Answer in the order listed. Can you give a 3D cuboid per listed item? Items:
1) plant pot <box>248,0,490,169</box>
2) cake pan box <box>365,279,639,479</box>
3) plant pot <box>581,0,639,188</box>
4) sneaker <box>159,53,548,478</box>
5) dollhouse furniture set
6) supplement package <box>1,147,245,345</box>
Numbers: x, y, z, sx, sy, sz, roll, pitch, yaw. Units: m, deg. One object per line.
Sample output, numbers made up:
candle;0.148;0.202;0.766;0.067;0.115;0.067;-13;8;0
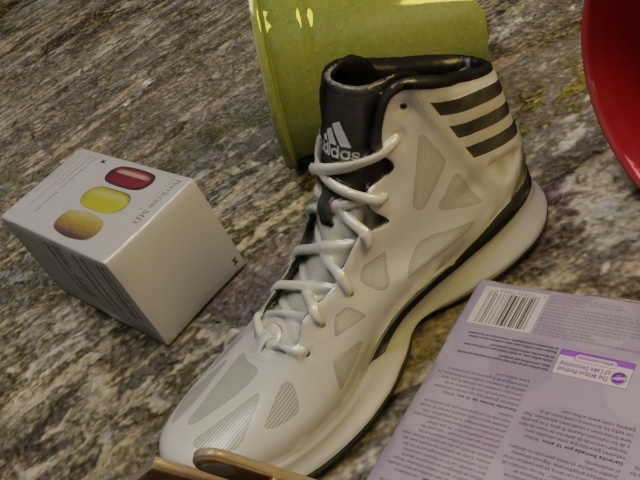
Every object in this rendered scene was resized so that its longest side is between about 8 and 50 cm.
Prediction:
plant pot;0.061;-0.244;0.952;0.253;0.276;0.276;-10;39;4
cake pan box;0.175;0.148;0.546;0.266;0.070;0.246;7;47;37
plant pot;0.394;-0.167;0.641;0.243;0.275;0.275;-22;36;-11
sneaker;0.000;-0.001;0.672;0.447;0.258;0.169;-42;39;-18
dollhouse furniture set;-0.063;0.224;0.516;0.144;0.123;0.151;-43;30;46
supplement package;-0.231;-0.001;0.920;0.244;0.134;0.139;16;55;43
